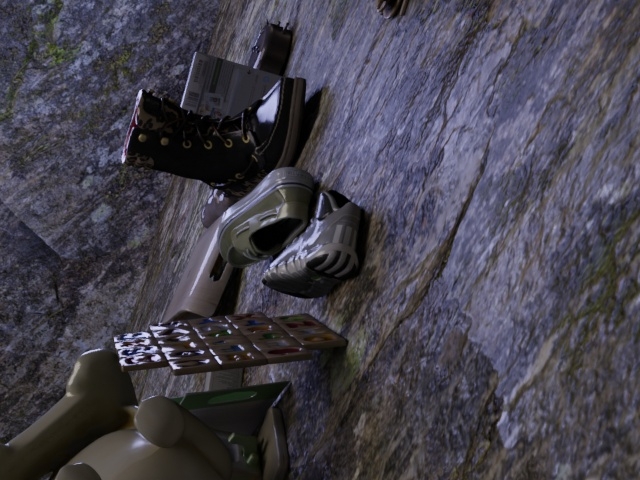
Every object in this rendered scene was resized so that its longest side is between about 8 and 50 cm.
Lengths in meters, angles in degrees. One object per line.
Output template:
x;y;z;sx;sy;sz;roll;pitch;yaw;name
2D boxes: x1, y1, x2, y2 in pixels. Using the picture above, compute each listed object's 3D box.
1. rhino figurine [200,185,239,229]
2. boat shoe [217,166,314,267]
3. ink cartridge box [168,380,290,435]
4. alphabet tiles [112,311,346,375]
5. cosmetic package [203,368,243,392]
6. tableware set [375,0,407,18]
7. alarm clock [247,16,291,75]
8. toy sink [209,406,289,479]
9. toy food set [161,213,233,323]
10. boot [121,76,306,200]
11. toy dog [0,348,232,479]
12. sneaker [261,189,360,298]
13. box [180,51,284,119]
-0.191;-0.089;2.420;0.243;0.073;0.106;138;148;-63;rhino figurine
-0.101;-0.017;1.942;0.302;0.109;0.094;131;148;-55;boat shoe
-0.164;0.255;1.770;0.235;0.171;0.056;-60;43;48;ink cartridge box
-0.131;0.133;1.562;0.342;0.285;0.011;-158;64;-76;alphabet tiles
-0.169;0.250;2.026;0.041;0.060;0.115;125;157;-57;cosmetic package
0.111;-0.414;1.659;0.128;0.039;0.194;-137;63;-74;tableware set
-0.116;-0.366;2.417;0.129;0.064;0.192;-138;64;-73;alarm clock
-0.149;0.361;1.690;0.152;0.131;0.234;-106;34;-62;toy sink
-0.229;0.085;2.400;0.219;0.092;0.306;-68;13;-20;toy food set
-0.196;-0.200;2.111;0.377;0.284;0.138;132;150;-62;boot
-0.209;0.372;1.421;0.408;0.285;0.395;13;124;45;toy dog
0.000;0.000;1.614;0.229;0.086;0.132;-23;48;59;sneaker
-0.180;-0.283;2.335;0.038;0.186;0.145;-179;103;-78;box
